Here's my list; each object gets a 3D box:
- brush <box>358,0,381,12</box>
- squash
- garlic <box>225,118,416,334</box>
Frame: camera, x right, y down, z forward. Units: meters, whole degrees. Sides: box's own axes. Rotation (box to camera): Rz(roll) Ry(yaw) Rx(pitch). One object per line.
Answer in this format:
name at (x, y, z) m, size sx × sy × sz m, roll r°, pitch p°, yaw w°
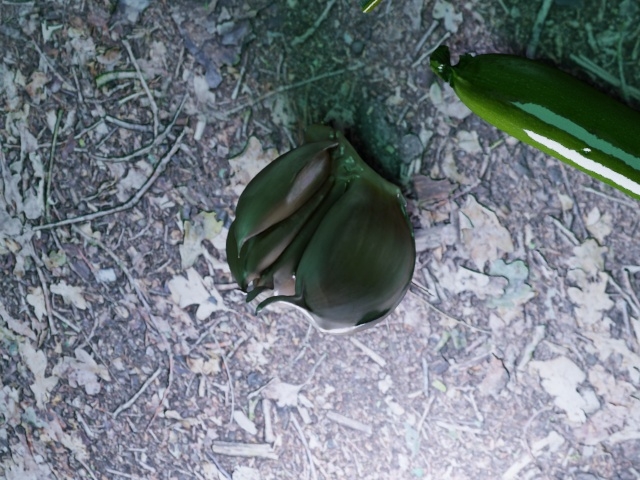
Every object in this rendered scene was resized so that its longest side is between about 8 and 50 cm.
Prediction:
brush at (0.081, -0.315, 1.802) m, size 0.083 × 0.019 × 0.021 m, roll -33°, pitch 83°, yaw 37°
squash at (0.299, -0.139, 1.704) m, size 0.379 × 0.101 × 0.101 m, roll 27°, pitch 122°, yaw 16°
garlic at (0.000, 0.000, 1.860) m, size 0.210 × 0.292 × 0.237 m, roll 16°, pitch 158°, yaw 30°
